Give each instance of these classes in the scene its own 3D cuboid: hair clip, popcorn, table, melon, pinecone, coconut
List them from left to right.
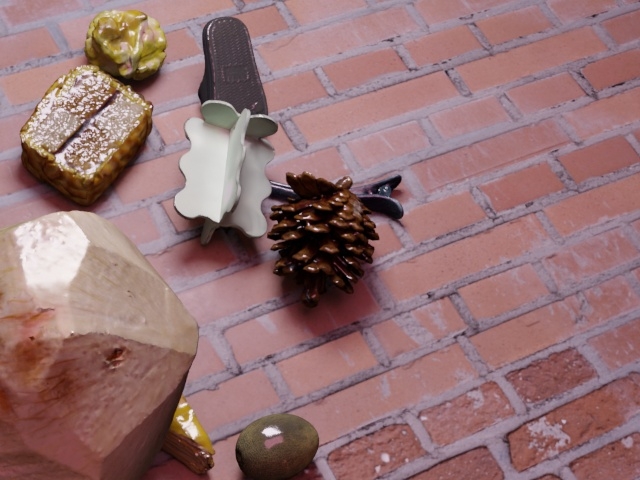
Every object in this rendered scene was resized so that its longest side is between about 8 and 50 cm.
[{"bbox_3d":[-0.353,0.153,1.673,0.415,0.415,0.345,17,39,-1],"label":"coconut"},{"bbox_3d":[-0.343,-0.346,2.189,0.145,0.126,0.126,29,80,-17],"label":"popcorn"},{"bbox_3d":[-0.156,-0.104,2.039,0.166,0.166,0.198,8,59,-7],"label":"table"},{"bbox_3d":[-0.064,0.306,1.833,0.130,0.098,0.098,-17,62,-29],"label":"melon"},{"bbox_3d":[0.001,0.000,2.003,0.185,0.168,0.212,21,56,-17],"label":"pinecone"},{"bbox_3d":[0.008,-0.084,2.138,0.275,0.048,0.083,4,61,-8],"label":"hair clip"}]

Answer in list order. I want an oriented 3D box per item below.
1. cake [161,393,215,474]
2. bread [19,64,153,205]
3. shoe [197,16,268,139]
[{"bbox_3d":[-0.240,0.272,1.831,0.116,0.080,0.185,-15,65,-23],"label":"cake"},{"bbox_3d":[-0.397,-0.179,2.082,0.181,0.096,0.222,28,58,7],"label":"bread"},{"bbox_3d":[-0.164,-0.272,2.193,0.108,0.093,0.241,-8,91,-26],"label":"shoe"}]
